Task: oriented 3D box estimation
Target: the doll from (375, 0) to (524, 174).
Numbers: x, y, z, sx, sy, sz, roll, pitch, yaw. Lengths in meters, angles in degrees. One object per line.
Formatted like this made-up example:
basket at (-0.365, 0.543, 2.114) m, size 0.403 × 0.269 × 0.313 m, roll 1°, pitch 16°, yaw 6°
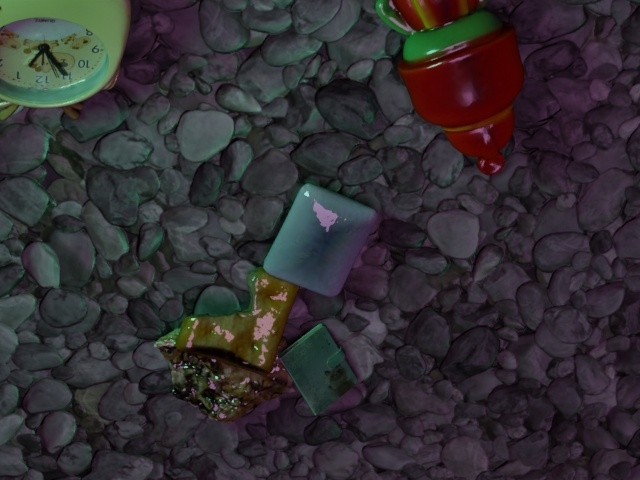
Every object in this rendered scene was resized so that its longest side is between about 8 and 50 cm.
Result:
doll at (0.210, -0.259, 1.859) m, size 0.183 × 0.160 × 0.363 m, roll -22°, pitch 115°, yaw 0°

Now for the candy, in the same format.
candy at (0.000, 0.000, 2.025) m, size 0.138 × 0.071 × 0.174 m, roll 21°, pitch 114°, yaw -13°

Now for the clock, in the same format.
clock at (-0.404, -0.286, 1.816) m, size 0.235 × 0.096 × 0.308 m, roll 0°, pitch 145°, yaw -17°

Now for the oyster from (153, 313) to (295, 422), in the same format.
oyster at (-0.153, 0.217, 2.123) m, size 0.223 × 0.083 × 0.214 m, roll -17°, pitch 118°, yaw -1°

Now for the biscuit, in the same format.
biscuit at (-0.130, 0.121, 2.056) m, size 0.174 × 0.039 × 0.183 m, roll 23°, pitch 88°, yaw -20°

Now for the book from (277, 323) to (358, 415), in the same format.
book at (-0.001, 0.219, 2.140) m, size 0.103 × 0.017 × 0.135 m, roll -36°, pitch 115°, yaw -13°
